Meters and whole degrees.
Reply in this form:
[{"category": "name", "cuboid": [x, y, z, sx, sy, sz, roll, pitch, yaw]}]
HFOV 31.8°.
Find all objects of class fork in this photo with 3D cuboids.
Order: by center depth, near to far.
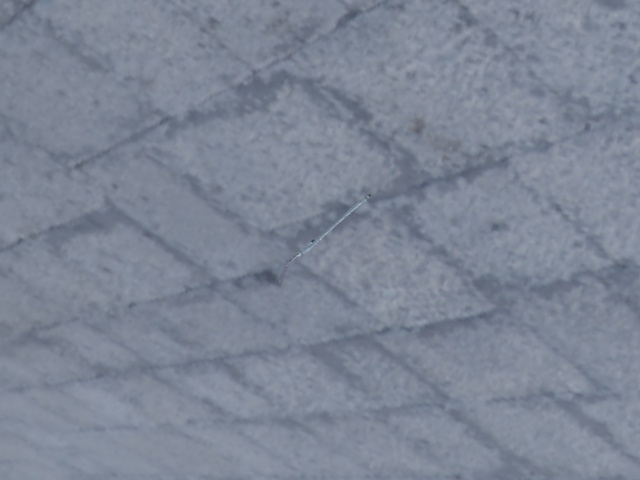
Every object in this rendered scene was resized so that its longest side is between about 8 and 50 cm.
[{"category": "fork", "cuboid": [-0.001, -0.001, 0.910, 0.012, 0.016, 0.115, 41, 114, -11]}]
